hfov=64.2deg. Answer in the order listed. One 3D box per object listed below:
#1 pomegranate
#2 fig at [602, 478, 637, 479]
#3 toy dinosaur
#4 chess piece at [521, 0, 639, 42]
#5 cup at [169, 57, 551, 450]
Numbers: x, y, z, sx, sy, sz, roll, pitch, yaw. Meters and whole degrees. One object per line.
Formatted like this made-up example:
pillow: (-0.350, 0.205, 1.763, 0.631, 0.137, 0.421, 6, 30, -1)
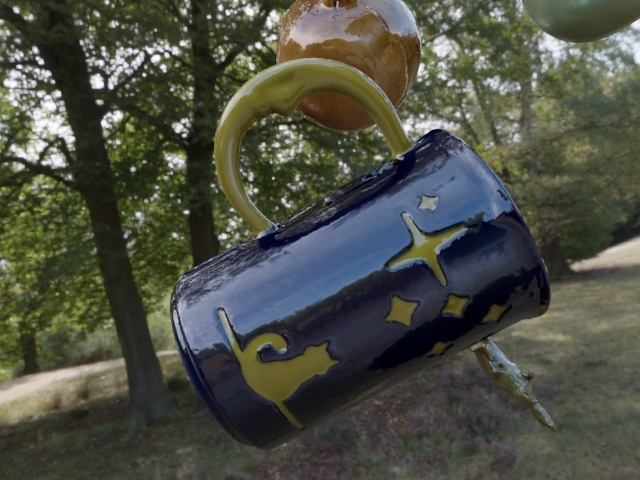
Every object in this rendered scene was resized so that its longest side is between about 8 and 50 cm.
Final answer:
pomegranate: (0.034, -0.253, 0.700, 0.209, 0.209, 0.209, -13, -5, -1)
fig: (0.231, 0.241, 0.311, 0.195, 0.195, 0.244, -8, -37, -45)
toy dinosaur: (0.208, 0.151, 0.614, 0.039, 0.126, 0.162, -37, 7, -4)
chess piece: (0.181, -0.327, 0.443, 0.182, 0.330, 0.182, -36, 8, 6)
cup: (0.004, 0.009, 0.435, 0.256, 0.254, 0.178, -27, -13, 0)
